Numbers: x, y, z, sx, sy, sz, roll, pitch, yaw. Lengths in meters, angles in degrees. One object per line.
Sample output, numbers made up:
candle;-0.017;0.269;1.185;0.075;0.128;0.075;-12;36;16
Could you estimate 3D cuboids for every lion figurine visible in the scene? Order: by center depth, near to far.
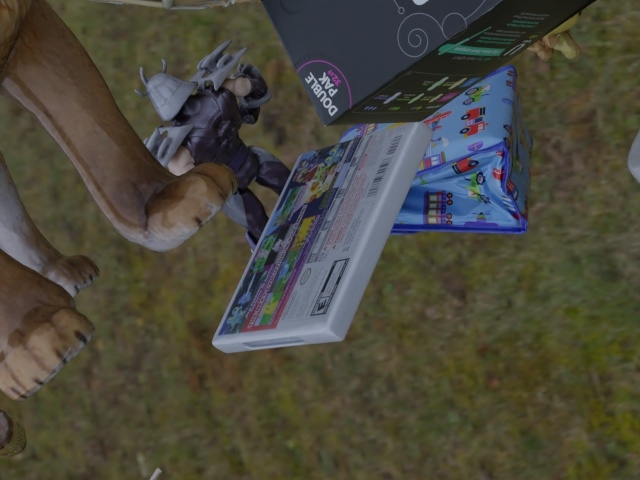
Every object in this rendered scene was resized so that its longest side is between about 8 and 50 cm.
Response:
lion figurine;-0.165;-0.060;0.535;0.240;0.142;0.392;47;151;-7

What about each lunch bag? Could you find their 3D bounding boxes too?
lunch bag;0.121;-0.101;2.019;0.293;0.221;0.138;-8;121;16

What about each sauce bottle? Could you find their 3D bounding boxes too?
sauce bottle;-0.287;0.175;1.387;0.128;0.042;0.042;92;159;-79

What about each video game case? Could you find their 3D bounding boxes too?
video game case;0.000;0.000;1.295;0.183;0.023;0.201;-11;49;56

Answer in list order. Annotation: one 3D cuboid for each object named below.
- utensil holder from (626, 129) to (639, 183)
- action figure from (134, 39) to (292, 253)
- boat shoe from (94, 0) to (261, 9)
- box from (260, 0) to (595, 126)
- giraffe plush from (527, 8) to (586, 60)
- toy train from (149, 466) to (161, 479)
utensil holder;0.426;-0.012;0.937;0.385;0.327;0.327;44;133;-3
action figure;-0.076;-0.059;1.429;0.285;0.185;0.099;47;160;-29
boat shoe;-0.080;-0.168;0.958;0.190;0.072;0.068;-1;123;24
box;0.030;-0.077;0.415;0.083;0.052;0.062;-33;76;33
giraffe plush;0.159;-0.234;1.176;0.210;0.181;0.171;-47;52;54
toy train;-0.223;0.251;1.207;0.143;0.105;0.248;27;104;18
